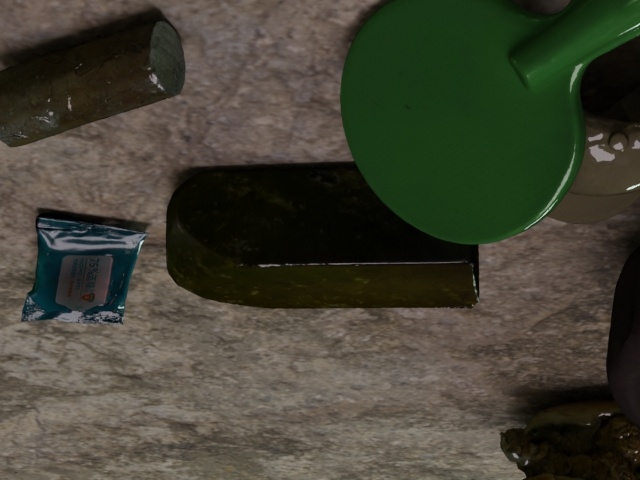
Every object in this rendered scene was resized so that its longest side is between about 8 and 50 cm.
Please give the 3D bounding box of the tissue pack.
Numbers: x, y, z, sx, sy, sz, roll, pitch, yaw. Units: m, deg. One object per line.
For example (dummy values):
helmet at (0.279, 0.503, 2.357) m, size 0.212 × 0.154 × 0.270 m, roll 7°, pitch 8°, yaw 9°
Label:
tissue pack at (-0.183, 0.022, 1.436) m, size 0.085 × 0.028 × 0.138 m, roll 5°, pitch 148°, yaw -13°

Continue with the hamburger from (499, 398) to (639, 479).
hamburger at (0.232, 0.204, 1.663) m, size 0.185 × 0.131 × 0.159 m, roll 24°, pitch 154°, yaw -24°

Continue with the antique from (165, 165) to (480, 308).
antique at (0.000, 0.000, 1.324) m, size 0.220 × 0.080 × 0.081 m, roll -2°, pitch 154°, yaw 6°

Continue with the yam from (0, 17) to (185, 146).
yam at (-0.146, -0.098, 1.176) m, size 0.132 × 0.054 × 0.054 m, roll -15°, pitch 148°, yaw 26°

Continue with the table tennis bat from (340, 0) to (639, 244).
table tennis bat at (0.111, -0.094, 1.097) m, size 0.257 × 0.160 × 0.039 m, roll -33°, pitch 179°, yaw 42°

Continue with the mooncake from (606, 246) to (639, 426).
mooncake at (0.325, 0.065, 1.356) m, size 0.244 × 0.133 × 0.245 m, roll 8°, pitch 151°, yaw 4°

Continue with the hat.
hat at (0.173, -0.043, 1.197) m, size 0.166 × 0.144 × 0.173 m, roll 1°, pitch 130°, yaw 5°
